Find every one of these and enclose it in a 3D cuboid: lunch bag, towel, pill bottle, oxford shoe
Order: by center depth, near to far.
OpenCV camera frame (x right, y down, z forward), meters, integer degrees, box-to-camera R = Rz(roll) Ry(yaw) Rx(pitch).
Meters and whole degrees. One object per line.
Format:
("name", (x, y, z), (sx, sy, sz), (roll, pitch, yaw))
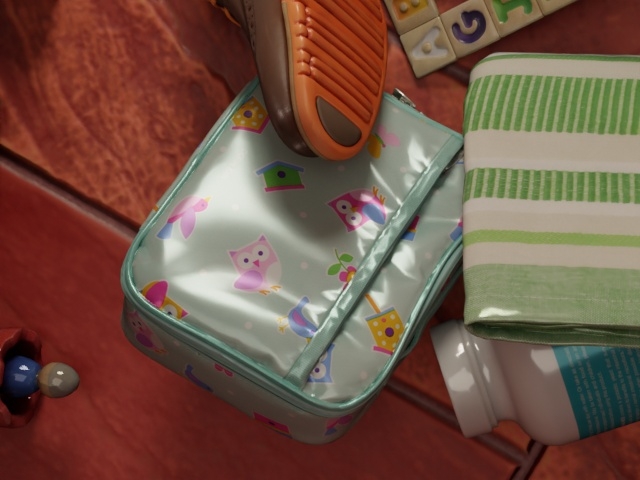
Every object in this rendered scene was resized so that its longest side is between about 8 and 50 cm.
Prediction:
("towel", (0.224, -0.040, 0.848), (0.248, 0.325, 0.038), (3, 130, 3))
("lunch bag", (0.000, 0.000, 0.899), (0.224, 0.108, 0.279), (29, 63, 10))
("pill bottle", (0.222, 0.069, 0.909), (0.264, 0.146, 0.146), (-19, 88, 5))
("oxford shoe", (-0.040, -0.201, 0.913), (0.133, 0.130, 0.364), (-24, 55, 24))

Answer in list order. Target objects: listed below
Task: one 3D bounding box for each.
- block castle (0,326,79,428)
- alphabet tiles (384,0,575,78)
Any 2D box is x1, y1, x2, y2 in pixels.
("block castle", (-0.305, -0.075, 0.887), (0.213, 0.303, 0.453), (4, 90, 12))
("alphabet tiles", (0.116, -0.280, 0.955), (0.198, 0.009, 0.237), (-24, 88, 27))
